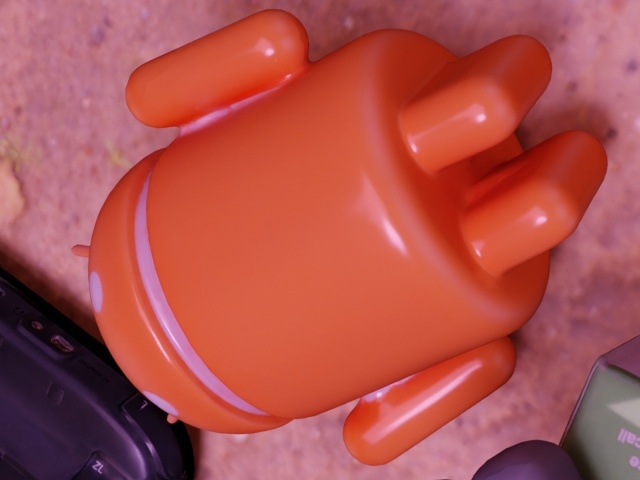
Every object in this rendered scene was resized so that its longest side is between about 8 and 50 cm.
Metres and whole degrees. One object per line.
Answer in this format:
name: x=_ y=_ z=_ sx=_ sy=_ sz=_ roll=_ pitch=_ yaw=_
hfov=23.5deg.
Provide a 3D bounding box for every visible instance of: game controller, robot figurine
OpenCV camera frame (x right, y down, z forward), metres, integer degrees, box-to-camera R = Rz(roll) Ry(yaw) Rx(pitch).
game controller: x=-0.202 y=0.073 z=0.778 sx=0.319 sy=0.067 sz=0.166 roll=35 pitch=128 yaw=21
robot figurine: x=0.001 y=0.002 z=0.600 sx=0.219 sy=0.158 sz=0.128 roll=-25 pitch=51 yaw=30

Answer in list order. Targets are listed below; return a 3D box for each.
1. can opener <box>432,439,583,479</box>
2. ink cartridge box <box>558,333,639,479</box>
can opener: x=0.092 y=0.205 z=0.461 sx=0.076 sy=0.095 sz=0.283 roll=-28 pitch=84 yaw=30
ink cartridge box: x=0.153 y=0.196 z=0.549 sx=0.201 sy=0.117 sz=0.278 roll=28 pitch=111 yaw=24
